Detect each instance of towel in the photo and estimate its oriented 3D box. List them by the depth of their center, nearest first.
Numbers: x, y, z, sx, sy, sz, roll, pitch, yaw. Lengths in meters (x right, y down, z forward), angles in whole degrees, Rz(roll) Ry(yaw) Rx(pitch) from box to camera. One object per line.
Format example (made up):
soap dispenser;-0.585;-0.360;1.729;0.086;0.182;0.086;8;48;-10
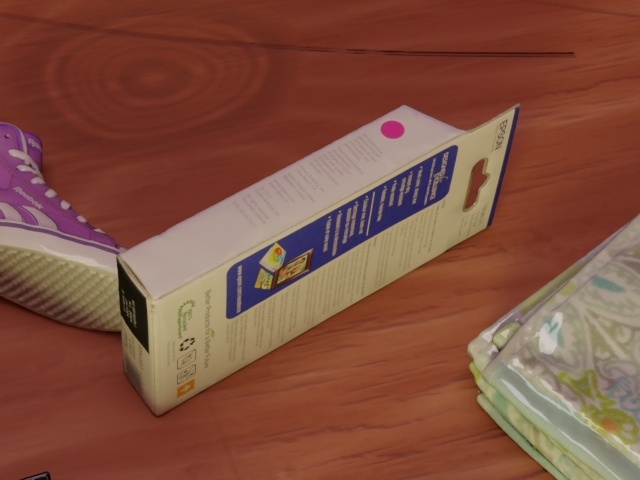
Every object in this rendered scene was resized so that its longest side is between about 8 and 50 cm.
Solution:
towel;0.352;0.134;1.371;0.320;0.090;0.374;-37;65;-26

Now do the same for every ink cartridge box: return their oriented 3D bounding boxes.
ink cartridge box;0.000;0.000;1.381;0.371;0.176;0.069;-27;60;-22

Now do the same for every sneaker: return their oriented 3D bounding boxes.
sneaker;-0.245;-0.028;1.429;0.282;0.102;0.161;18;52;8

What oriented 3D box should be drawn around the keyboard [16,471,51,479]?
keyboard;-0.294;0.232;1.285;0.180;0.023;0.108;-15;63;-16
